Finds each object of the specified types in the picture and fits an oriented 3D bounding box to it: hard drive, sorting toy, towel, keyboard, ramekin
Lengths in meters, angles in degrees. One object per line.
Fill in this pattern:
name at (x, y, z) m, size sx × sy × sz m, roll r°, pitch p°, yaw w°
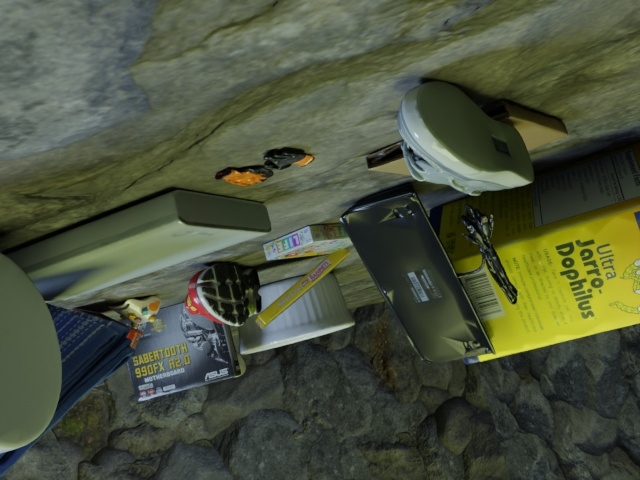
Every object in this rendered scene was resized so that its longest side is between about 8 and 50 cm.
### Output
hard drive at (-0.236, 0.014, 0.946) m, size 0.308 × 0.040 × 0.203 m, roll -17°, pitch 171°, yaw 22°
sorting toy at (-0.350, 0.126, 1.523) m, size 0.083 × 0.044 × 0.075 m, roll -18°, pitch 152°, yaw 23°
towel at (-0.375, 0.169, 0.958) m, size 0.336 × 0.040 × 0.243 m, roll 6°, pitch -136°, yaw 50°
keyboard at (0.176, 0.049, 1.164) m, size 0.202 × 0.317 × 0.033 m, roll -14°, pitch -146°, yaw 26°
ramekin at (-0.069, 0.168, 1.930) m, size 0.277 × 0.135 × 0.277 m, roll -15°, pitch 172°, yaw -2°

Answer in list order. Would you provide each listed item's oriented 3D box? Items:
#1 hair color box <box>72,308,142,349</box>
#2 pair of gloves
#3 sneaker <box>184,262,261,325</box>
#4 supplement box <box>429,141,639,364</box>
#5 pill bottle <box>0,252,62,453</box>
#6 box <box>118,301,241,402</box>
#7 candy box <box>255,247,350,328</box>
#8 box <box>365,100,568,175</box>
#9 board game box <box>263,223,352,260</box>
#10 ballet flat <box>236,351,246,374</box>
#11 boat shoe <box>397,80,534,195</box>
hair color box at (-0.395, 0.169, 1.504) m, size 0.093 × 0.053 × 0.167 m, roll 22°, pitch 174°, yaw 5°
pair of gloves at (-0.053, -0.070, 0.806) m, size 0.083 × 0.010 × 0.074 m, roll -20°, pitch 170°, yaw 28°
sneaker at (-0.183, 0.103, 1.424) m, size 0.118 × 0.107 × 0.279 m, roll -11°, pitch 172°, yaw 9°
supplement box at (0.360, 0.022, 1.263) m, size 0.357 × 0.195 × 0.194 m, roll -18°, pitch -155°, yaw 21°
pill bottle at (-0.468, 0.146, 0.783) m, size 0.392 × 0.224 × 0.224 m, roll -16°, pitch 172°, yaw 12°
box at (-0.303, 0.232, 1.779) m, size 0.231 × 0.183 × 0.056 m, roll -15°, pitch 173°, yaw 8°
candy box at (-0.035, 0.087, 1.537) m, size 0.206 × 0.027 × 0.105 m, roll -40°, pitch 175°, yaw -12°
box at (0.168, -0.106, 0.920) m, size 0.164 × 0.021 × 0.201 m, roll -20°, pitch 171°, yaw 31°
board game box at (0.000, 0.000, 1.305) m, size 0.103 × 0.026 × 0.154 m, roll -22°, pitch 169°, yaw 40°
ballet flat at (-0.277, 0.232, 1.859) m, size 0.248 × 0.086 × 0.086 m, roll 24°, pitch 167°, yaw -3°
boat shoe at (0.120, -0.078, 0.752) m, size 0.081 × 0.079 × 0.227 m, roll -22°, pitch 161°, yaw 31°
